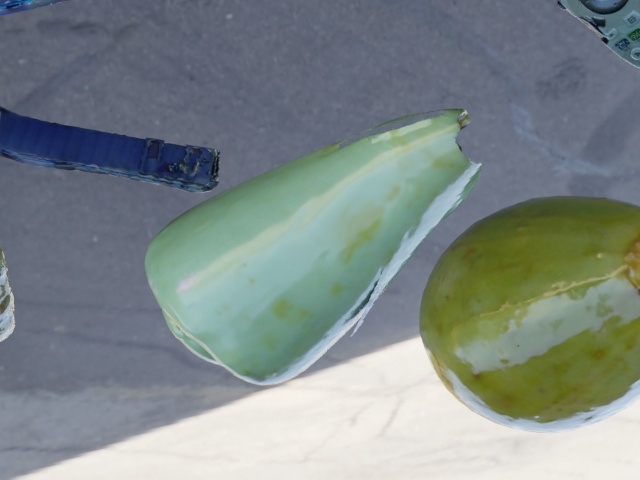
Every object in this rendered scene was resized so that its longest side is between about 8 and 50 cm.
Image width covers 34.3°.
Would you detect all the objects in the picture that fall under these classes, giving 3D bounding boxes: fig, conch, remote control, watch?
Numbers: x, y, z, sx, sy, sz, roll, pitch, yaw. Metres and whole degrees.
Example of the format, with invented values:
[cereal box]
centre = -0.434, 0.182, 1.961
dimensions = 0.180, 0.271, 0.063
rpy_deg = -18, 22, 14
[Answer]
[fig]
centre = 0.264, 0.073, 1.095
dimensions = 0.258, 0.258, 0.326
rpy_deg = -2, 166, -30
[conch]
centre = -0.002, -0.002, 0.702
dimensions = 0.250, 0.137, 0.143
rpy_deg = -38, 138, 7
[remote control]
centre = 0.282, -0.275, 1.063
dimensions = 0.097, 0.256, 0.045
rpy_deg = -36, -168, 43
[watch]
centre = -0.210, -0.170, 0.903
dimensions = 0.274, 0.068, 0.276
rpy_deg = 10, 134, -3

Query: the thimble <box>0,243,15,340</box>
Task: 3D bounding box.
[thimble]
centre = -0.314, 0.000, 0.770
dimensions = 0.143, 0.191, 0.137
rpy_deg = -12, -166, -18
